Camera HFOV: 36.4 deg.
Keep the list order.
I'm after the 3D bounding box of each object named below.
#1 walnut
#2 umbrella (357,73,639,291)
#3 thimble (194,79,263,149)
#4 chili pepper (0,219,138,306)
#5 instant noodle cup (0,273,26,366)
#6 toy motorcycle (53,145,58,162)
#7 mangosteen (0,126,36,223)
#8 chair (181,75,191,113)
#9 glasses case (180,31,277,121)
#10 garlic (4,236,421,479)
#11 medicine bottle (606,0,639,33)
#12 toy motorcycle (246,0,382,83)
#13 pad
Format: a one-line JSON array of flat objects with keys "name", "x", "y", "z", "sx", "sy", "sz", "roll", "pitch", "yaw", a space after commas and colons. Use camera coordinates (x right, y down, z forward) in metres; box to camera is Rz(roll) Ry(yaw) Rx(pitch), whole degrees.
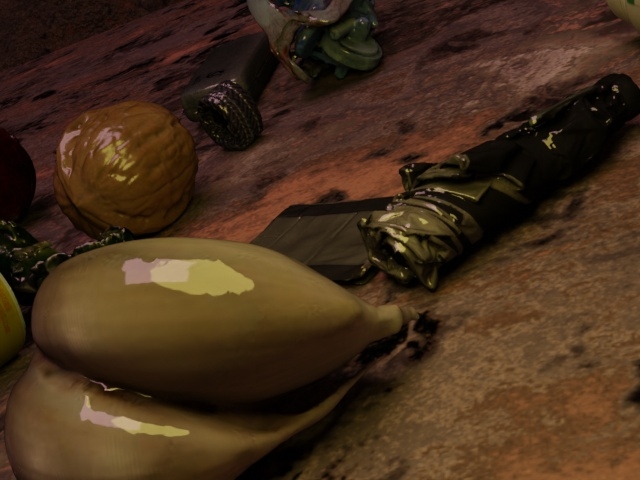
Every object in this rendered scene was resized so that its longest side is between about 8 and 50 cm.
[{"name": "walnut", "x": -0.276, "y": -0.097, "z": 1.364, "sx": 0.213, "sy": 0.213, "sz": 0.213, "roll": -20, "pitch": 23, "yaw": 9}, {"name": "umbrella", "x": 0.189, "y": -0.082, "z": 0.982, "sx": 0.358, "sy": 0.106, "sz": 0.113, "roll": -34, "pitch": 21, "yaw": -21}, {"name": "thimble", "x": -0.146, "y": -0.200, "z": 1.558, "sx": 0.095, "sy": 0.104, "sz": 0.066, "roll": 0, "pitch": 40, "yaw": 51}, {"name": "chili pepper", "x": -0.322, "y": 0.039, "z": 1.202, "sx": 0.265, "sy": 0.148, "sz": 0.116, "roll": -2, "pitch": 59, "yaw": 38}, {"name": "instant noodle cup", "x": -0.471, "y": 0.122, "z": 1.093, "sx": 0.216, "sy": 0.215, "sz": 0.236, "roll": 0, "pitch": 24, "yaw": 44}, {"name": "toy motorcycle", "x": -0.384, "y": -0.164, "z": 1.730, "sx": 0.171, "sy": 0.089, "sz": 0.298, "roll": -30, "pitch": 24, "yaw": -16}, {"name": "mangosteen", "x": -0.606, "y": -0.079, "z": 1.654, "sx": 0.215, "sy": 0.215, "sz": 0.257, "roll": 13, "pitch": 74, "yaw": 55}, {"name": "chair", "x": -0.244, "y": -0.282, "z": 1.928, "sx": 0.037, "sy": 0.042, "sz": 0.086, "roll": -5, "pitch": 65, "yaw": 39}, {"name": "glasses case", "x": -0.168, "y": -0.318, "z": 1.867, "sx": 0.131, "sy": 0.074, "sz": 0.323, "roll": -15, "pitch": 25, "yaw": 16}, {"name": "garlic", "x": -0.099, "y": 0.123, "z": 0.787, "sx": 0.340, "sy": 0.231, "sz": 0.246, "roll": -2, "pitch": -17, "yaw": 12}, {"name": "medicine bottle", "x": 0.440, "y": -0.298, "z": 1.167, "sx": 0.139, "sy": 0.139, "sz": 0.237, "roll": -23, "pitch": 22, "yaw": 4}, {"name": "toy motorcycle", "x": -0.002, "y": -0.417, "z": 1.704, "sx": 0.182, "sy": 0.241, "sz": 0.319, "roll": -37, "pitch": 30, "yaw": 22}, {"name": "pad", "x": 0.000, "y": 0.001, "z": 1.097, "sx": 0.233, "sy": 0.022, "sz": 0.174, "roll": -5, "pitch": 31, "yaw": 41}]
